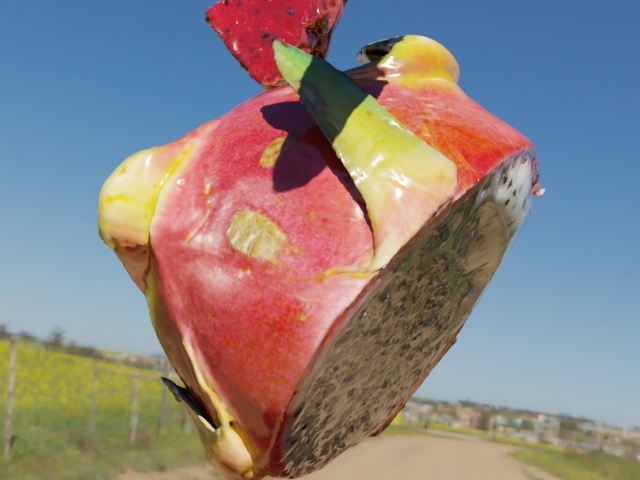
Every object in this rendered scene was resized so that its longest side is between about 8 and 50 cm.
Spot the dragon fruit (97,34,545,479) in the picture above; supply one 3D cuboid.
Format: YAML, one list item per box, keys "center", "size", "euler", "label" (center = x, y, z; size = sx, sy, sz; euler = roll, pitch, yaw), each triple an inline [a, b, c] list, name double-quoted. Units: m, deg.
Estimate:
- center: [0.000, 0.000, 0.696]
  size: [0.189, 0.290, 0.290]
  euler: [41, 6, 23]
  label: "dragon fruit"

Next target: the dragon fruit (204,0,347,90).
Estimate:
- center: [-0.012, -0.236, 1.029]
  size: [0.122, 0.192, 0.092]
  euler: [37, 10, 29]
  label: "dragon fruit"
